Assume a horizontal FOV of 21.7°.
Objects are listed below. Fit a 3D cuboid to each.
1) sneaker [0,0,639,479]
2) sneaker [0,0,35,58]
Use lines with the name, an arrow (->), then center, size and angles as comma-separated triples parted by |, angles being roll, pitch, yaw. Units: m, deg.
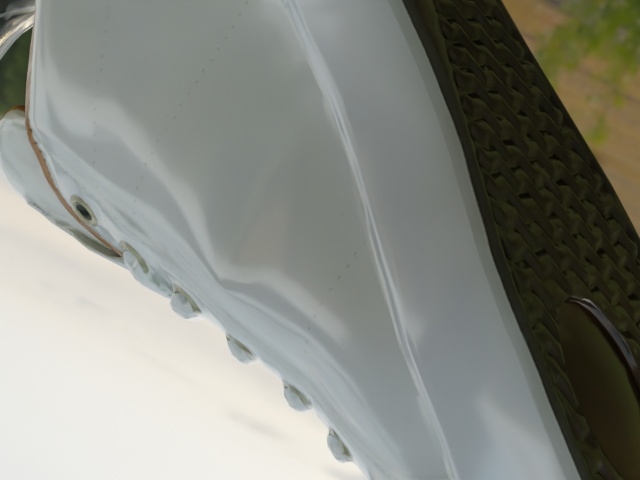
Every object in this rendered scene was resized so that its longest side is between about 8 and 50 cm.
sneaker -> 0.000, 0.000, 0.405 | 0.106, 0.123, 0.290 | 9, -127, -59
sneaker -> -0.214, -0.197, 1.083 | 0.104, 0.147, 0.296 | 43, -127, 16
